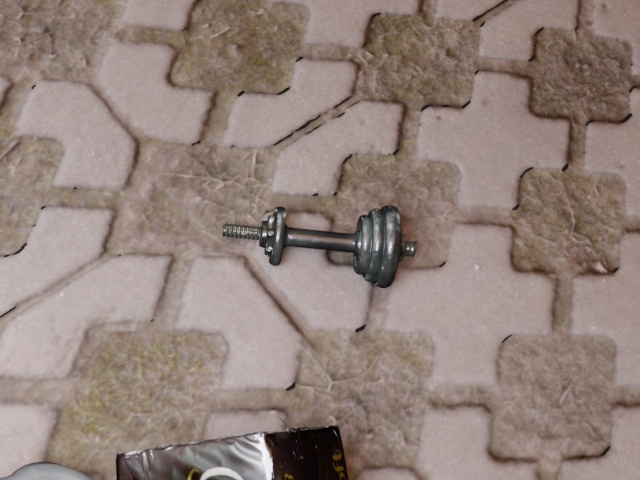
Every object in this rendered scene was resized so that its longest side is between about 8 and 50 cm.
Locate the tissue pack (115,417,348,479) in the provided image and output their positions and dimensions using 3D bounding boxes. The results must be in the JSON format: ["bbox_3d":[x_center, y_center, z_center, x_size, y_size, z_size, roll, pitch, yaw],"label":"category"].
[{"bbox_3d":[-0.068,0.366,0.880,0.198,0.210,0.369,-15,76,21],"label":"tissue pack"}]

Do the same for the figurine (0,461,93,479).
[{"bbox_3d":[-0.262,0.339,0.924,0.176,0.133,0.236,-24,76,-34],"label":"figurine"}]

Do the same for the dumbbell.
[{"bbox_3d":[0.000,0.000,1.181,0.255,0.110,0.110,5,64,-7],"label":"dumbbell"}]
